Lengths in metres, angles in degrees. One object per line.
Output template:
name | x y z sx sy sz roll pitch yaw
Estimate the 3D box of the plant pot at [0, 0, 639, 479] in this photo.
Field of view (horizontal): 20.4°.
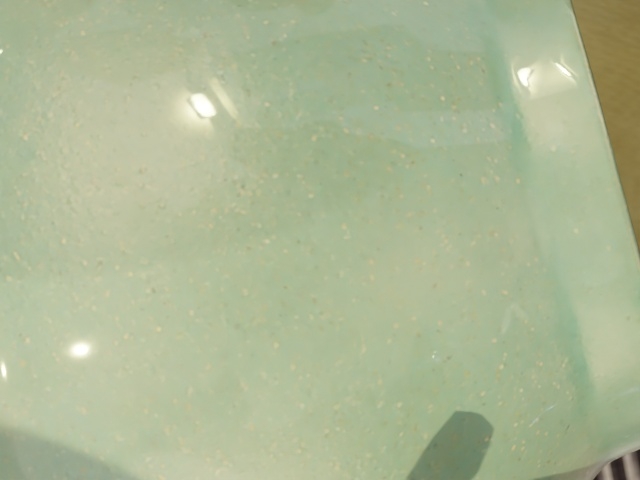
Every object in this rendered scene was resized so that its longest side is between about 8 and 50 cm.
plant pot | 0.000 0.000 0.570 0.196 0.293 0.293 -15 78 7
